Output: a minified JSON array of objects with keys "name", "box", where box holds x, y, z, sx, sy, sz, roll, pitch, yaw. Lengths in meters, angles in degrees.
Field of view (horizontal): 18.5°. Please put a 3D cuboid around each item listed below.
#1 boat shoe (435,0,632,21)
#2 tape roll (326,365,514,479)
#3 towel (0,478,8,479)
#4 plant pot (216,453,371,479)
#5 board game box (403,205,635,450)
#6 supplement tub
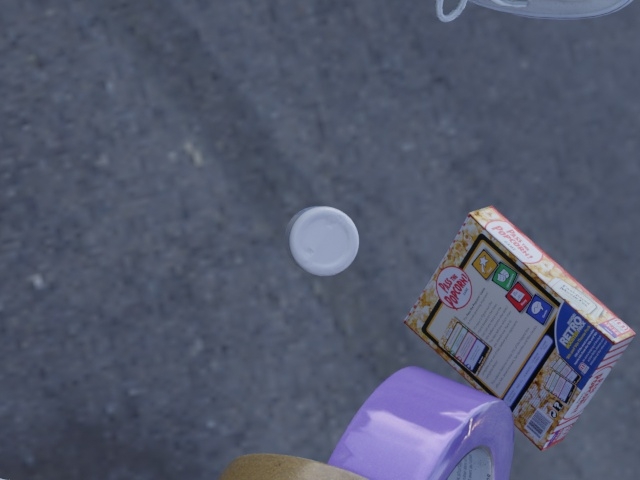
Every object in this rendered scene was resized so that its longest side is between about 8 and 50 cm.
[{"name":"boat shoe","box":[0.106,-0.272,1.702,0.156,0.367,0.136,-61,171,-66]},{"name":"tape roll","box":[0.075,0.255,1.751,0.275,0.090,0.275,-50,152,-40]},{"name":"towel","box":[-0.234,0.217,1.556,0.152,0.113,0.023,118,-11,-69]},{"name":"plant pot","box":[-0.036,0.268,1.197,0.237,0.237,0.254,40,57,-44]},{"name":"board game box","box":[0.189,0.084,1.896,0.193,0.147,0.045,44,33,21]},{"name":"supplement tub","box":[0.000,0.000,1.986,0.107,0.071,0.071,-163,-120,-84]}]
